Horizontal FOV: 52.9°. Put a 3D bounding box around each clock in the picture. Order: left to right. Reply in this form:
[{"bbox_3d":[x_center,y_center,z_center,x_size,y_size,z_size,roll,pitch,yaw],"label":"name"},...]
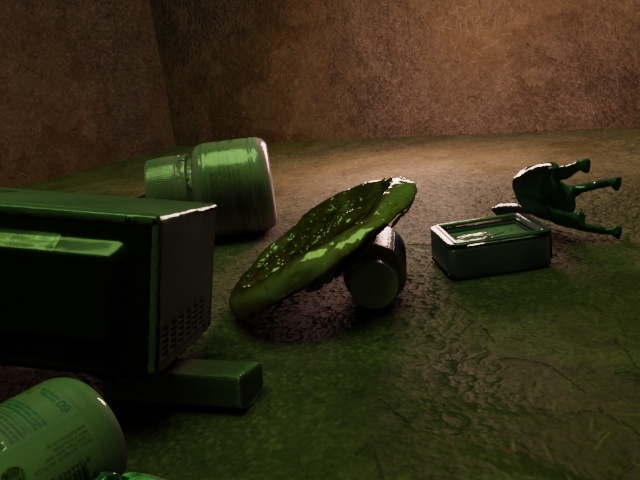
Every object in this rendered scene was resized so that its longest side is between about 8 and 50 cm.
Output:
[{"bbox_3d":[0.316,0.008,1.209,0.194,0.073,0.144,-9,16,-4],"label":"clock"}]

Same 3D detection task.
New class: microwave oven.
[{"bbox_3d":[-0.346,0.050,0.861,0.355,0.218,0.286,5,8,4],"label":"microwave oven"}]

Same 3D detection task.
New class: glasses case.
[{"bbox_3d":[-0.183,0.187,0.849,0.205,0.047,0.071,-2,7,19],"label":"glasses case"}]

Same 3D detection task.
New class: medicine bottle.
[{"bbox_3d":[-0.302,0.228,0.592,0.135,0.134,0.215,4,19,35],"label":"medicine bottle"},{"bbox_3d":[-0.272,-0.127,1.630,0.302,0.241,0.241,-8,16,-2],"label":"medicine bottle"},{"bbox_3d":[0.095,0.045,1.111,0.107,0.106,0.191,-5,16,9],"label":"medicine bottle"}]

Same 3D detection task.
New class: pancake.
[{"bbox_3d":[0.001,0.001,1.118,0.382,0.071,0.382,-33,11,8],"label":"pancake"}]

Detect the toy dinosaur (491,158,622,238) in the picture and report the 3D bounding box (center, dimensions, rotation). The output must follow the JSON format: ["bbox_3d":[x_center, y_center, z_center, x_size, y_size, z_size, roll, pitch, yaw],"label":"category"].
[{"bbox_3d":[0.401,-0.093,1.290,0.384,0.129,0.331,21,-7,-42],"label":"toy dinosaur"}]

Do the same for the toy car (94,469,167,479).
[{"bbox_3d":[-0.209,0.268,0.526,0.090,0.076,0.224,2,10,34],"label":"toy car"}]

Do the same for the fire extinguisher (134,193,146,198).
[{"bbox_3d":[-0.508,-0.075,1.808,0.114,0.095,0.311,-37,2,25],"label":"fire extinguisher"}]
